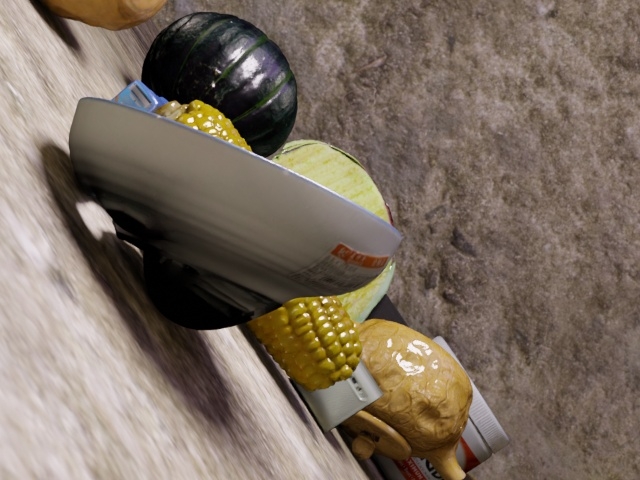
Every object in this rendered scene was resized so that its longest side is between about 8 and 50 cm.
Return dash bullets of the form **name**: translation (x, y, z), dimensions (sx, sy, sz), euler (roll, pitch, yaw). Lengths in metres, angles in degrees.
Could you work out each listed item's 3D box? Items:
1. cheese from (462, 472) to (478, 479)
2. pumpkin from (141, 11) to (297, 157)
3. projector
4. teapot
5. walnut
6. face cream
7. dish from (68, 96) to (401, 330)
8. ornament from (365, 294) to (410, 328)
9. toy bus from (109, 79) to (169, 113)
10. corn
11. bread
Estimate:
- **cheese**: translation (0.318, 0.514, 1.841), dimensions (0.384, 0.104, 0.384), euler (39, 0, 0)
- **pumpkin**: translation (-0.158, -0.212, 1.739), dimensions (0.250, 0.216, 0.250), euler (37, -20, 15)
- **projector**: translation (0.020, 0.176, 1.429), dimensions (0.082, 0.083, 0.083), euler (57, 1, 8)
- **teapot**: translation (0.081, 0.213, 1.578), dimensions (0.311, 0.167, 0.203), euler (39, -24, -9)
- **walnut**: translation (-0.260, -0.342, 1.373), dimensions (0.195, 0.195, 0.221), euler (57, 4, 10)
- **face cream**: translation (0.161, 0.278, 1.819), dimensions (0.201, 0.187, 0.201), euler (57, 2, -2)
- **dish**: translation (-0.087, 0.003, 0.922), dimensions (0.273, 0.134, 0.273), euler (24, -5, 2)
- **ornament**: translation (0.046, 0.157, 1.916), dimensions (0.166, 0.153, 0.196), euler (58, -8, 28)
- **toy bus**: translation (-0.204, -0.144, 1.399), dimensions (0.051, 0.061, 0.153), euler (52, 2, 9)
- **corn**: translation (-0.077, 0.005, 1.308), dimensions (0.363, 0.120, 0.120), euler (57, 2, 2)
- **bread**: translation (-0.004, -0.004, 1.761), dimensions (0.045, 0.301, 0.301), euler (-12, -62, 47)
